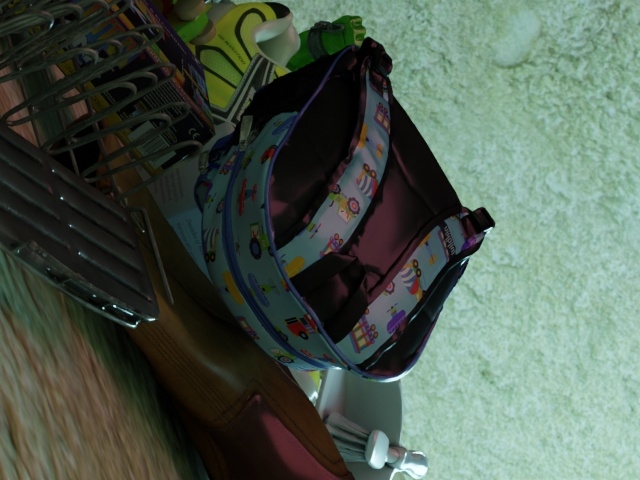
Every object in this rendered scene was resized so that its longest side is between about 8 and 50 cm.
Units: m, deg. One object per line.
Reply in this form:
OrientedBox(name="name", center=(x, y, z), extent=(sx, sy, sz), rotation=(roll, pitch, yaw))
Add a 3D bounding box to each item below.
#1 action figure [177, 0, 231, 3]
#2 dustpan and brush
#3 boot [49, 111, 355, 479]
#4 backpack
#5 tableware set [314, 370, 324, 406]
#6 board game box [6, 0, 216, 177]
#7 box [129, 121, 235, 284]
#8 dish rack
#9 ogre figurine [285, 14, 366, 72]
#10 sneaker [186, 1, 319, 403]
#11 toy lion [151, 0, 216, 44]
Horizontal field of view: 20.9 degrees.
OrientedBox(name="action figure", center=(-0.100, -0.203, 1.729), extent=(0.276, 0.141, 0.164), rotation=(48, 19, -73))
OrientedBox(name="dustpan and brush", center=(0.041, 0.157, 1.303), extent=(0.211, 0.060, 0.147), rotation=(46, 57, -74))
OrientedBox(name="boot", center=(-0.040, 0.095, 0.930), extent=(0.280, 0.096, 0.264), rotation=(64, 5, -47))
OrientedBox(name="backpack", center=(0.000, 0.000, 0.949), extent=(0.158, 0.117, 0.173), rotation=(56, 36, -21))
OrientedBox(name="tableware set", center=(-0.014, 0.120, 1.888), extent=(0.194, 0.039, 0.128), rotation=(49, 19, -83))
OrientedBox(name="board game box", center=(-0.131, -0.131, 0.992), extent=(0.170, 0.048, 0.141), rotation=(51, 10, -21))
OrientedBox(name="box", center=(-0.074, -0.001, 1.099), extent=(0.101, 0.087, 0.102), rotation=(-107, 174, -61))
OrientedBox(name="dish rack", center=(-0.123, -0.099, 0.768), extent=(0.208, 0.074, 0.272), rotation=(38, 29, -63))
OrientedBox(name="ogre figurine", center=(-0.011, -0.089, 1.455), extent=(0.118, 0.097, 0.197), rotation=(16, -52, 47))
OrientedBox(name="sneaker", center=(-0.053, -0.046, 1.282), extent=(0.145, 0.147, 0.385), rotation=(67, 4, -55))
OrientedBox(name="toy lion", center=(-0.133, -0.149, 1.281), extent=(0.100, 0.096, 0.034), rotation=(-59, 142, -33))
